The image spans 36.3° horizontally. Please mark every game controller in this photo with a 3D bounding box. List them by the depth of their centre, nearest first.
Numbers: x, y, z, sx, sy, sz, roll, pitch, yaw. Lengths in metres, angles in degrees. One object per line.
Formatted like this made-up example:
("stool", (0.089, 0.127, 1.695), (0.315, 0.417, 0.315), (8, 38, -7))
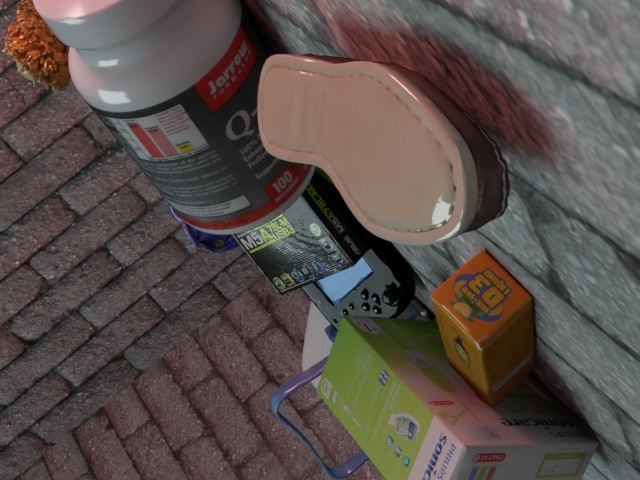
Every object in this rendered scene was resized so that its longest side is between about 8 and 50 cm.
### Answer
("game controller", (0.000, 0.000, 1.449), (0.319, 0.166, 0.067), (50, -149, 6))

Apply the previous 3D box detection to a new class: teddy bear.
("teddy bear", (-0.293, -0.331, 1.183), (0.113, 0.337, 0.245), (-10, 151, 43))

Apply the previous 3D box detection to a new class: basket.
("basket", (0.086, 0.245, 1.582), (0.201, 0.289, 0.254), (45, 171, 46))

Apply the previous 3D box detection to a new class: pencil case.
("pencil case", (-0.188, -0.057, 1.661), (0.133, 0.119, 0.306), (51, 175, -15))

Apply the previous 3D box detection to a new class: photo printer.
("photo printer", (0.070, 0.261, 2.196), (0.307, 0.107, 0.255), (44, 129, 55))

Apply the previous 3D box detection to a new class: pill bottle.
("pill bottle", (-0.159, -0.185, 1.131), (0.210, 0.210, 0.363), (46, 173, 41))

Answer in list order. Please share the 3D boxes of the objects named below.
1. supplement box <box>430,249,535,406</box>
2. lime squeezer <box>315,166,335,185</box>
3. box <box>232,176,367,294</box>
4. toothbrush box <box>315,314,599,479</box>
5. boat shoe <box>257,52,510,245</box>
("supplement box", (0.175, 0.099, 1.021), (0.078, 0.080, 0.233), (47, 175, 25))
("lime squeezer", (-0.084, -0.136, 1.397), (0.311, 0.059, 0.109), (7, 130, 39))
("box", (-0.052, -0.022, 1.389), (0.184, 0.045, 0.191), (51, 141, -12))
("toothbrush box", (0.156, 0.213, 1.190), (0.206, 0.122, 0.283), (7, -157, -31))
("boat shoe", (0.051, -0.080, 0.737), (0.324, 0.097, 0.116), (-146, 57, -60))
